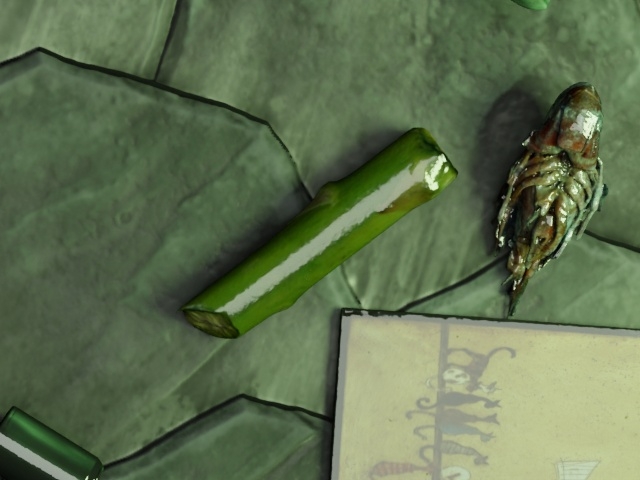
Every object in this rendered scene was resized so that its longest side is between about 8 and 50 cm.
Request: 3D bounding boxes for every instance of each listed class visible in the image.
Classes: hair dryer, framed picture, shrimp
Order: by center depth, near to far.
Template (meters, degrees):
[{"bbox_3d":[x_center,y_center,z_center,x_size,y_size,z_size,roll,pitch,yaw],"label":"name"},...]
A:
[{"bbox_3d":[-0.281,0.249,1.422,0.100,0.057,0.198,34,96,-5],"label":"hair dryer"},{"bbox_3d":[0.204,-0.030,1.452,0.090,0.079,0.233,15,107,-3],"label":"shrimp"},{"bbox_3d":[0.176,0.199,1.476,0.338,0.014,0.255,5,91,-5],"label":"framed picture"}]

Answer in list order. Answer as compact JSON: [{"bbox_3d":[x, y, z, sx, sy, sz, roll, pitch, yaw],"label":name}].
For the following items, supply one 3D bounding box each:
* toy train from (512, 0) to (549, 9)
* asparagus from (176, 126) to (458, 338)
[{"bbox_3d":[0.211,-0.341,1.412,0.188,0.159,0.272,30,88,4],"label":"toy train"},{"bbox_3d":[0.000,0.000,1.437,0.277,0.060,0.067,-39,105,-3],"label":"asparagus"}]
